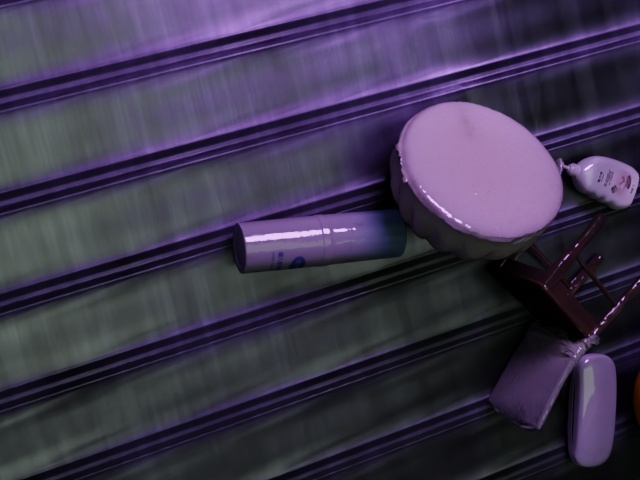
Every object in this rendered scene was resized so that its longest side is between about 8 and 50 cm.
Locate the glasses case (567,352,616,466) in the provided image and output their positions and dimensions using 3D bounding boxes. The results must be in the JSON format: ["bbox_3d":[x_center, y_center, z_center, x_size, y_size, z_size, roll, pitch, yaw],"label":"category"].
[{"bbox_3d":[0.461,0.288,1.659,0.076,0.049,0.197,-3,99,-19],"label":"glasses case"}]

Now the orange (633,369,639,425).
[{"bbox_3d":[0.644,0.268,1.623,0.240,0.240,0.240,-3,99,-19],"label":"orange"}]

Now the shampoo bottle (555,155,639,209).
[{"bbox_3d":[0.446,-0.106,1.600,0.152,0.045,0.077,18,92,-20],"label":"shampoo bottle"}]

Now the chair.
[{"bbox_3d":[0.351,0.116,1.544,0.186,0.160,0.319,44,82,-25],"label":"chair"}]

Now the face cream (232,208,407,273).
[{"bbox_3d":[0.000,0.000,1.444,0.250,0.077,0.077,-7,100,-19],"label":"face cream"}]

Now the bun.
[{"bbox_3d":[0.212,-0.064,1.469,0.263,0.175,0.263,9,55,-13],"label":"bun"}]
